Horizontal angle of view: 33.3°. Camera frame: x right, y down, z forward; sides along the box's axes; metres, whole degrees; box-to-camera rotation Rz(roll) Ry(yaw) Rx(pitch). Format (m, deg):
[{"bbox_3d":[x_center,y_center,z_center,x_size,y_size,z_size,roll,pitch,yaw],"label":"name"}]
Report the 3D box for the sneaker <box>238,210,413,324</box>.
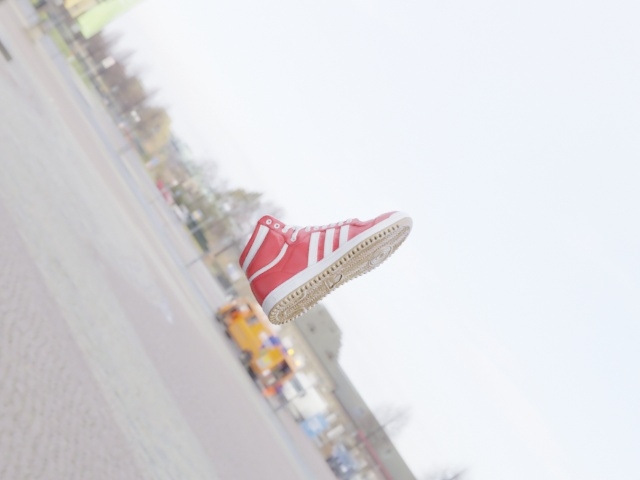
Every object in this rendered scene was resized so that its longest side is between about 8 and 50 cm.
[{"bbox_3d":[0.000,0.000,0.725,0.067,0.118,0.042,53,-10,31],"label":"sneaker"}]
